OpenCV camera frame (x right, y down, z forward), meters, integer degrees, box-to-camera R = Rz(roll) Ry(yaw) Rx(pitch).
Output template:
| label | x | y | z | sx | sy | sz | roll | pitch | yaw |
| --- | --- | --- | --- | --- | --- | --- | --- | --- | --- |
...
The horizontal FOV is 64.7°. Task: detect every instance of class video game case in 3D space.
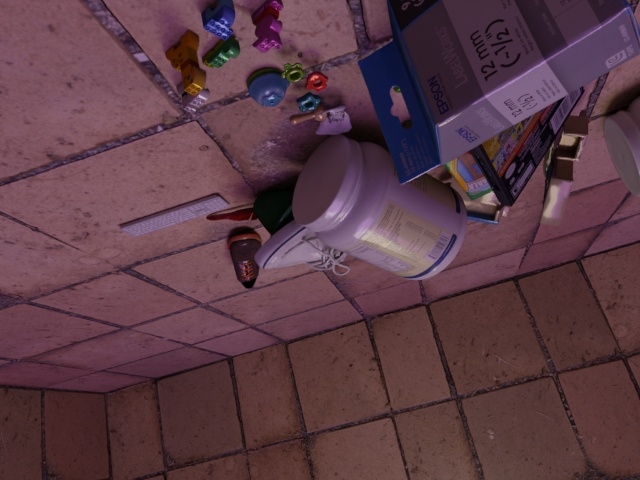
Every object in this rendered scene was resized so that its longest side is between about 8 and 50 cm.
| label | x | y | z | sx | sy | sz | roll | pitch | yaw |
| --- | --- | --- | --- | --- | --- | --- | --- | --- | --- |
| video game case | 0.367 | -0.231 | 0.895 | 0.275 | 0.035 | 0.248 | -57 | 139 | -3 |

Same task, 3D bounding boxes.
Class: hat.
| label | x | y | z | sx | sy | sz | roll | pitch | yaw |
| --- | --- | --- | --- | --- | --- | --- | --- | --- | --- |
| hat | -0.137 | -0.102 | 1.210 | 0.208 | 0.183 | 0.173 | -47 | 170 | -25 |

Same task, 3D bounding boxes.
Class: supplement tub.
| label | x | y | z | sx | sy | sz | roll | pitch | yaw |
| --- | --- | --- | --- | --- | --- | --- | --- | --- | --- |
| supplement tub | 0.855 | -0.254 | 1.138 | 0.331 | 0.241 | 0.241 | -22 | 157 | 19 |
| supplement tub | 0.127 | -0.068 | 1.089 | 0.324 | 0.236 | 0.235 | 23 | 141 | -29 |

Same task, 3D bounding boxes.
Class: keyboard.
| label | x | y | z | sx | sy | sz | roll | pitch | yaw |
| --- | --- | --- | --- | --- | --- | --- | --- | --- | --- |
| keyboard | -0.344 | -0.056 | 1.201 | 0.255 | 0.014 | 0.072 | -17 | 158 | 8 |

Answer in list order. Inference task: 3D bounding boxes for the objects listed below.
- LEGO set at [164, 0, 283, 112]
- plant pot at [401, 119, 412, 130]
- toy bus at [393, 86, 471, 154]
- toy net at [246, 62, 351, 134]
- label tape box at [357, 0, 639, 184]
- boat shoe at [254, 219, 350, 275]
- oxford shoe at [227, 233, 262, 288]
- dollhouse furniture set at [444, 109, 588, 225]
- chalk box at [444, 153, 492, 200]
| label | x | y | z | sx | sy | sz | roll | pitch | yaw |
| --- | --- | --- | --- | --- | --- | --- | --- | --- | --- |
| LEGO set | -0.154 | -0.256 | 0.725 | 0.227 | 0.093 | 0.087 | -29 | 154 | 33 |
| plant pot | 0.204 | -0.214 | 1.076 | 0.083 | 0.084 | 0.079 | -25 | 144 | 25 |
| toy bus | 0.231 | -0.240 | 0.863 | 0.190 | 0.202 | 0.104 | 0 | 154 | -43 |
| toy net | -0.013 | -0.251 | 0.893 | 0.122 | 0.045 | 0.232 | -32 | 154 | 33 |
| label tape box | 0.194 | -0.270 | 0.689 | 0.347 | 0.250 | 0.115 | -28 | 155 | 31 |
| boat shoe | 0.017 | 0.013 | 1.216 | 0.367 | 0.157 | 0.136 | -27 | 163 | -43 |
| oxford shoe | -0.207 | 0.060 | 1.448 | 0.096 | 0.099 | 0.271 | -11 | 158 | -8 |
| dollhouse furniture set | 0.458 | -0.209 | 1.245 | 0.302 | 0.198 | 0.287 | 10 | 136 | 18 |
| chalk box | 0.338 | -0.185 | 1.056 | 0.132 | 0.133 | 0.213 | -26 | 134 | 27 |
